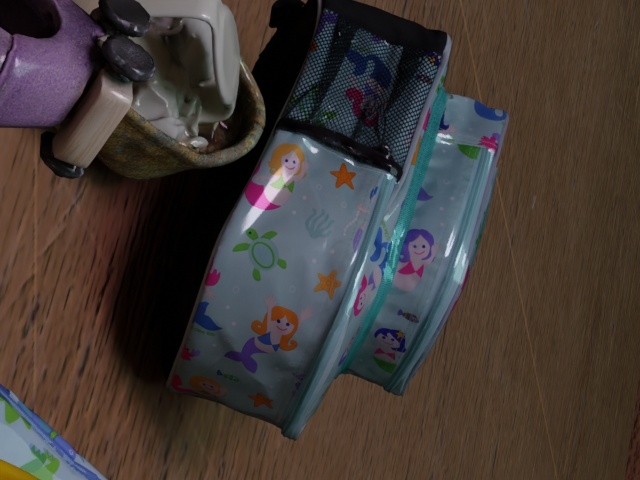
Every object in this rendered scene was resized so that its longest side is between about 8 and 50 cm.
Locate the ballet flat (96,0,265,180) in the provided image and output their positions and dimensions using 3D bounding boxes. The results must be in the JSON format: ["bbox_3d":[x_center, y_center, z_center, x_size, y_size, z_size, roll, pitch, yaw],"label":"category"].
[{"bbox_3d":[-0.118,-0.135,0.945,0.348,0.123,0.123,54,44,-58],"label":"ballet flat"}]

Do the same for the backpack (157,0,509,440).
[{"bbox_3d":[0.000,0.000,1.153,0.253,0.191,0.225,-64,179,-32],"label":"backpack"}]

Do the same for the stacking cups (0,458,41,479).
[{"bbox_3d":[-0.188,0.235,0.699,0.316,0.096,0.096,-66,162,12],"label":"stacking cups"}]

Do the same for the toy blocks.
[{"bbox_3d":[-0.136,-0.252,0.682,0.260,0.309,0.289,22,34,-28],"label":"toy blocks"}]

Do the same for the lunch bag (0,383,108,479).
[{"bbox_3d":[-0.163,0.169,0.806,0.219,0.090,0.176,51,61,-32],"label":"lunch bag"}]
